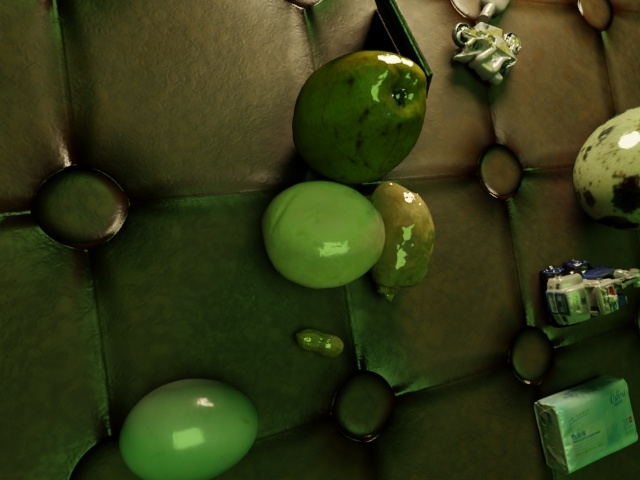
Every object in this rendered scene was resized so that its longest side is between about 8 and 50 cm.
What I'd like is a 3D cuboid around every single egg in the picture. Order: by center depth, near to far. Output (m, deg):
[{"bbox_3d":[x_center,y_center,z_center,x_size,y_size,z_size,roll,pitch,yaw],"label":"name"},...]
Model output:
[{"bbox_3d":[-0.221,0.327,0.708,0.231,0.168,0.167,2,84,-24],"label":"egg"},{"bbox_3d":[0.843,-0.199,1.085,0.288,0.288,0.379,33,64,-14],"label":"egg"}]

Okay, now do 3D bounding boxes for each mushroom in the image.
[{"bbox_3d":[0.000,0.000,0.815,0.246,0.202,0.246,9,39,-7],"label":"mushroom"}]

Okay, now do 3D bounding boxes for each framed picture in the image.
[{"bbox_3d":[0.167,-0.435,0.863,0.016,0.347,0.264,-28,96,18],"label":"framed picture"}]

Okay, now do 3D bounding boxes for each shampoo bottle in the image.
[{"bbox_3d":[0.483,-0.666,1.127,0.080,0.040,0.165,35,75,-15],"label":"shampoo bottle"}]

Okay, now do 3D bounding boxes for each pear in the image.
[{"bbox_3d":[0.073,-0.239,0.800,0.253,0.307,0.252,1,89,-28],"label":"pear"}]

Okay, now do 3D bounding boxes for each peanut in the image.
[{"bbox_3d":[-0.002,0.215,0.861,0.113,0.054,0.053,21,78,-20],"label":"peanut"}]

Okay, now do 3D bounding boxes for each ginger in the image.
[{"bbox_3d":[0.174,0.002,0.904,0.138,0.152,0.266,8,76,-49],"label":"ginger"}]

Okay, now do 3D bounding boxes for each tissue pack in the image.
[{"bbox_3d":[0.704,0.479,1.074,0.264,0.089,0.177,-9,86,-21],"label":"tissue pack"}]

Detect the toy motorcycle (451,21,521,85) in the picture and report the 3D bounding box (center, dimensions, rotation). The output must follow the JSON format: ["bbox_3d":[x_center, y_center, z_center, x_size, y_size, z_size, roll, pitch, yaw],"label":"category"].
[{"bbox_3d":[0.443,-0.489,1.080,0.225,0.073,0.152,-2,88,-21],"label":"toy motorcycle"}]

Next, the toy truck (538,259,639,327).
[{"bbox_3d":[0.699,0.137,1.058,0.213,0.177,0.161,-14,91,-21],"label":"toy truck"}]
